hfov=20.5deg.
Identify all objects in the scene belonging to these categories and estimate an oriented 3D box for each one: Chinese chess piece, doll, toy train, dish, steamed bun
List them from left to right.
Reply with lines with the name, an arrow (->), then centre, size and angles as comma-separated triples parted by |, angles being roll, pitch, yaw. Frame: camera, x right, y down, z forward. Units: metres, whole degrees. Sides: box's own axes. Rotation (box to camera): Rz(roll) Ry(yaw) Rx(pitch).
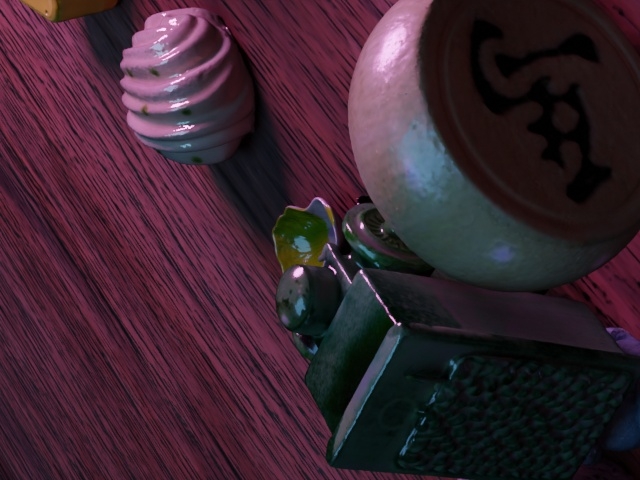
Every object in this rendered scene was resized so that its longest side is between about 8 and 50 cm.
steamed bun -> -0.154, -0.162, 1.896 | 0.183, 0.106, 0.183 | 33, 132, 45
dish -> 0.000, 0.000, 1.798 | 0.137, 0.039, 0.091 | -47, 61, 55
toy train -> 0.098, 0.076, 1.376 | 0.145, 0.266, 0.202 | -63, 35, 27
Chinese chess piece -> 0.141, -0.085, 1.318 | 0.101, 0.250, 0.250 | -33, 77, 53
doll -> 0.279, 0.124, 1.398 | 0.179, 0.075, 0.120 | -5, 59, 46

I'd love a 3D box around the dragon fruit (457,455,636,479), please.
dragon fruit -> 0.205, 0.306, 1.435 | 0.283, 0.204, 0.221 | 31, 118, 49

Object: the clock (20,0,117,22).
clock -> -0.303, -0.366, 2.037 | 0.143, 0.096, 0.202 | 33, 133, 43
